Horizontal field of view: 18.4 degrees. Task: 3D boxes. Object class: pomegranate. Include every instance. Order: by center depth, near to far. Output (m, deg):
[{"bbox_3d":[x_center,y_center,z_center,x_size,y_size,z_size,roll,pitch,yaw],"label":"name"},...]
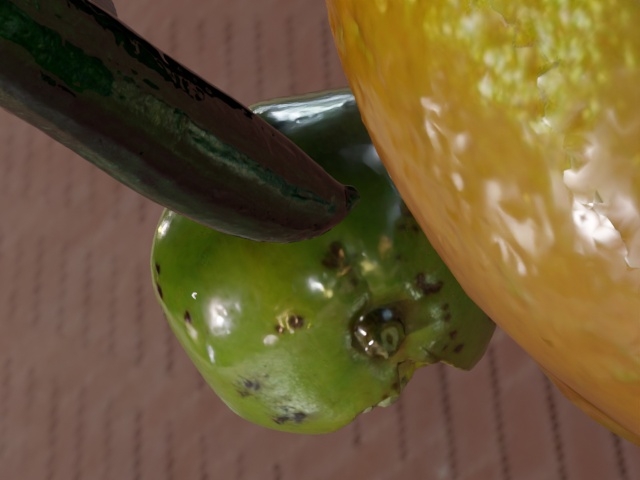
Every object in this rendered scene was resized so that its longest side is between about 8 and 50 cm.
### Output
[{"bbox_3d":[0.000,0.000,1.328,0.236,0.236,0.302,-56,17,10],"label":"pomegranate"}]

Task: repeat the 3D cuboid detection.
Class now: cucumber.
[{"bbox_3d":[-0.080,-0.053,0.713,0.056,0.284,0.056,-20,58,34],"label":"cucumber"}]

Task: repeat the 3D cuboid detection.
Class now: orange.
[{"bbox_3d":[0.124,-0.042,0.557,0.196,0.262,0.334,-44,75,6],"label":"orange"}]

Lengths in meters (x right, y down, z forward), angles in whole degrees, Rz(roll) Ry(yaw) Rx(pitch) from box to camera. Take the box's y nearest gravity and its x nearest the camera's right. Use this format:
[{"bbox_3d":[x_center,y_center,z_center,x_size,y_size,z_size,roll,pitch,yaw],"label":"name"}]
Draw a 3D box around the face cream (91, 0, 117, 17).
[{"bbox_3d":[-0.161,-0.119,0.815,0.092,0.311,0.092,-5,74,19],"label":"face cream"}]
